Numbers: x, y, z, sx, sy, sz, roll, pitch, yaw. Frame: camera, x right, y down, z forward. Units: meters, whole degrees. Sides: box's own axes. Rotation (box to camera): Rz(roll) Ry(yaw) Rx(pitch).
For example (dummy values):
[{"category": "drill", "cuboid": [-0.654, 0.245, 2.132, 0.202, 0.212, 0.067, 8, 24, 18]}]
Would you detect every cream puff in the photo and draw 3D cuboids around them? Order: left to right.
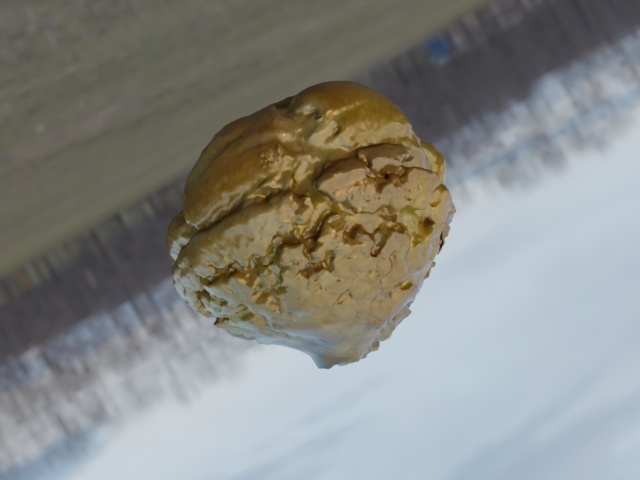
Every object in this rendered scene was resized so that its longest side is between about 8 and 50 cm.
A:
[{"category": "cream puff", "cuboid": [0.000, 0.000, 1.166, 0.189, 0.129, 0.189, -21, 149, -13]}]
